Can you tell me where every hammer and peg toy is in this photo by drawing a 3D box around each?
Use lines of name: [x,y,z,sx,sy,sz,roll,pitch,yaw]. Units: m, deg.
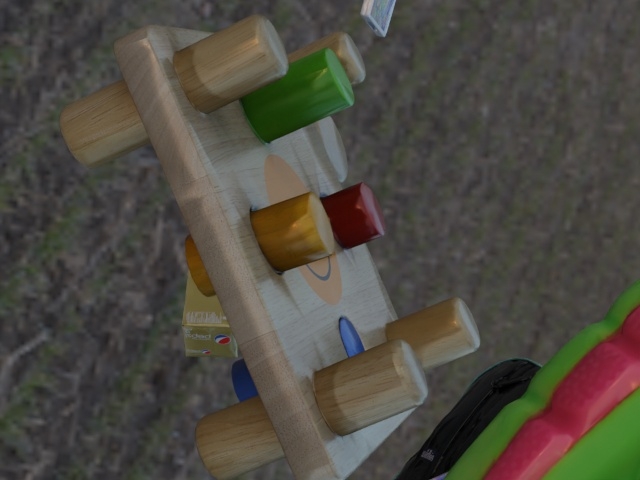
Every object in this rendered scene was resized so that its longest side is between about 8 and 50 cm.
hammer and peg toy: [0.000,0.000,0.939,0.265,0.127,0.361,67,15,2]

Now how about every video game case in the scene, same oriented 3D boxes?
video game case: [0.065,-0.257,1.556,0.122,0.011,0.087,12,94,-80]

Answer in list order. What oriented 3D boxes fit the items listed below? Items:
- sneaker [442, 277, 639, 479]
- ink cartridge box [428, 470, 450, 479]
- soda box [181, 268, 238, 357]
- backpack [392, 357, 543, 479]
sneaker: [0.038,0.178,0.366,0.202,0.483,0.185,45,19,-25]
ink cartridge box: [0.040,0.376,1.125,0.071,0.324,0.330,10,-59,69]
soda box: [-0.112,0.038,1.677,0.061,0.058,0.181,90,3,-52]
backpack: [0.179,0.211,1.457,0.144,0.166,0.188,33,83,-20]
